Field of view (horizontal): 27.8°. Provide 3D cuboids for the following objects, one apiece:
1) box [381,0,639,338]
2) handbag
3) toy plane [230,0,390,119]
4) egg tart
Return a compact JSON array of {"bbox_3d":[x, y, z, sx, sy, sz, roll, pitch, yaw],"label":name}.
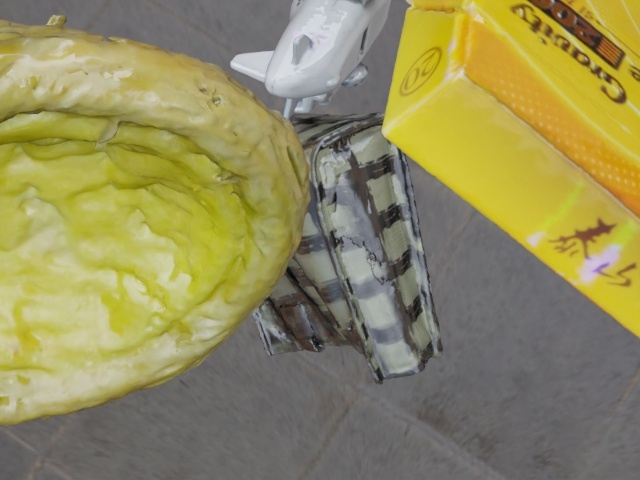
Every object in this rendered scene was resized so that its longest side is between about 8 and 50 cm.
[{"bbox_3d":[0.105,-0.086,0.474,0.152,0.043,0.269,35,39,-20],"label":"box"},{"bbox_3d":[0.000,0.000,1.679,0.162,0.325,0.327,-23,105,-27],"label":"handbag"},{"bbox_3d":[0.005,-0.260,1.599,0.122,0.267,0.267,27,79,14],"label":"toy plane"},{"bbox_3d":[-0.181,-0.017,0.764,0.345,0.345,0.132,-18,56,-2],"label":"egg tart"}]
